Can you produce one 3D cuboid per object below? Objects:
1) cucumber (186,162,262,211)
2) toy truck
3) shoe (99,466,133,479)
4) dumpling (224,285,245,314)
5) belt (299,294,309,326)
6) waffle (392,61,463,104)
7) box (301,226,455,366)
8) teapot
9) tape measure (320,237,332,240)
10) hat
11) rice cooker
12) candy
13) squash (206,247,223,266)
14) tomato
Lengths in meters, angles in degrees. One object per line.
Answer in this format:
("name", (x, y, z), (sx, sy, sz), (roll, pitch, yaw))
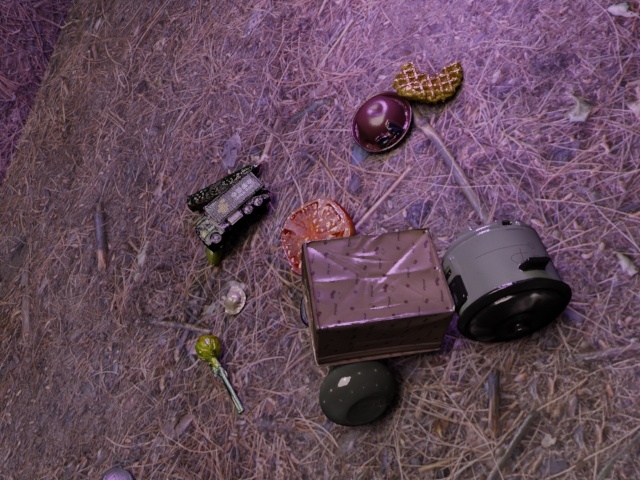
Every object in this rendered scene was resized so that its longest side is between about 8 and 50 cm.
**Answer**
("cucumber", (-0.315, -0.178, 2.000), (0.293, 0.067, 0.068), (-25, 55, 19))
("toy truck", (-0.273, -0.086, 1.867), (0.259, 0.088, 0.121), (-42, 72, -10))
("shoe", (-0.589, 0.772, 1.686), (0.100, 0.103, 0.251), (111, 163, -45))
("dumpling", (-0.255, 0.180, 1.797), (0.076, 0.057, 0.052), (-81, 13, -50))
("belt", (-0.001, 0.174, 1.615), (0.105, 0.058, 0.140), (-10, 61, 26))
("waffle", (0.307, -0.458, 1.727), (0.194, 0.051, 0.149), (18, 66, 29))
("box", (0.118, 0.123, 1.335), (0.297, 0.190, 0.225), (-6, 56, -7))
("teapot", (0.062, 0.309, 1.442), (0.183, 0.183, 0.251), (-41, 41, 10))
("tape measure", (0.091, 0.102, 1.513), (0.235, 0.115, 0.207), (9, 80, 2))
("hat", (0.168, -0.356, 1.754), (0.205, 0.089, 0.206), (-14, 60, 27))
("rice cooker", (0.388, 0.099, 1.280), (0.281, 0.241, 0.227), (111, 153, -49))
("candy", (-0.282, 0.376, 1.702), (0.073, 0.077, 0.262), (-42, 59, 12))
("squash", (-0.332, -0.014, 1.930), (0.066, 0.066, 0.201), (-6, 70, 31))
("tomato", (0.000, 0.000, 1.681), (0.236, 0.095, 0.237), (-11, 67, 27))
